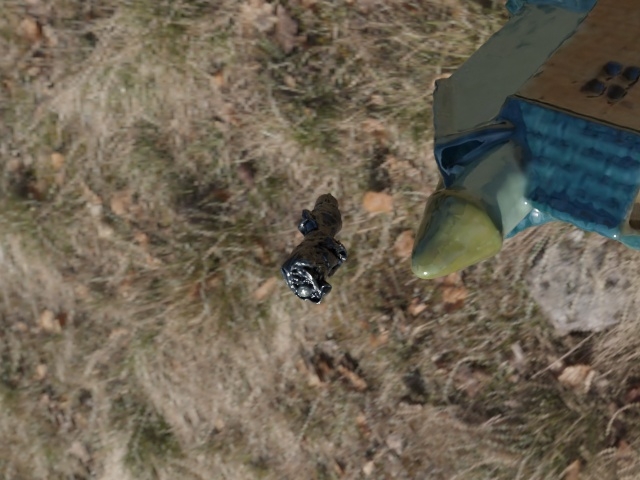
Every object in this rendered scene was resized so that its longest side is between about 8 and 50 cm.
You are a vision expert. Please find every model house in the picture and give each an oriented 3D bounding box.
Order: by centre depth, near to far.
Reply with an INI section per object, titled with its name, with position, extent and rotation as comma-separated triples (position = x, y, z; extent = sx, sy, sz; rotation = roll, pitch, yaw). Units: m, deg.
[model house]
position = 0.189, -0.050, 0.847
extent = 0.267, 0.325, 0.194
rotation = 27, 150, 42

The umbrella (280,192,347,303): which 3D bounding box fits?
[umbrella]
position = 0.003, 0.001, 1.575
extent = 0.071, 0.224, 0.080
rotation = -24, 115, 22
